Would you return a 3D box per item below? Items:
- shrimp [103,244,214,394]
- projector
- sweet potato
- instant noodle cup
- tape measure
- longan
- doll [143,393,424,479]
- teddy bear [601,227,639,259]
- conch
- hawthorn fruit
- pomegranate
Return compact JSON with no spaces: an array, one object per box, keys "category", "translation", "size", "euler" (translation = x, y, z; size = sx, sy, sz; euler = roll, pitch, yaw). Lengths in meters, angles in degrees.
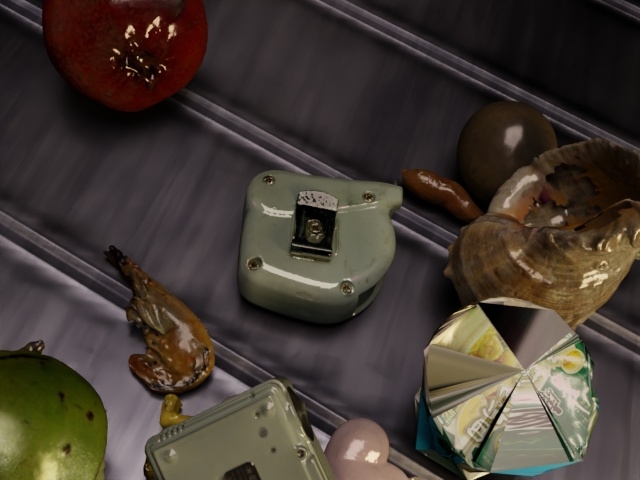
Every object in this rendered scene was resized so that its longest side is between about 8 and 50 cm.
[{"category":"shrimp","translation":[-0.255,0.106,1.259],"size":[0.117,0.066,0.262],"euler":[-36,67,-28]},{"category":"projector","translation":[-0.073,0.313,1.049],"size":[0.192,0.099,0.257],"euler":[-26,82,2]},{"category":"sweet potato","translation":[0.220,-0.069,1.467],"size":[0.194,0.056,0.056],"euler":[32,57,5]},{"category":"instant noodle cup","translation":[0.234,0.211,1.186],"size":[0.240,0.178,0.240],"euler":[1,67,-3]},{"category":"tape measure","translation":[0.000,-0.001,1.337],"size":[0.243,0.125,0.246],"euler":[6,55,-5]},{"category":"longan","translation":[0.310,-0.145,1.470],"size":[0.167,0.167,0.187],"euler":[16,73,2]},{"category":"doll","translation":[-0.042,0.289,1.153],"size":[0.365,0.094,0.160],"euler":[13,56,0]},{"category":"teddy bear","translation":[0.475,-0.026,1.460],"size":[0.133,0.111,0.213],"euler":[27,28,-16]},{"category":"conch","translation":[0.362,0.004,1.293],"size":[0.352,0.210,0.297],"euler":[-8,52,40]},{"category":"hawthorn fruit","translation":[-0.331,-0.370,1.453],"size":[0.265,0.265,0.307],"euler":[-16,55,-19]},{"category":"pomegranate","translation":[-0.382,0.278,1.011],"size":[0.260,0.260,0.341],"euler":[12,50,-1]}]
